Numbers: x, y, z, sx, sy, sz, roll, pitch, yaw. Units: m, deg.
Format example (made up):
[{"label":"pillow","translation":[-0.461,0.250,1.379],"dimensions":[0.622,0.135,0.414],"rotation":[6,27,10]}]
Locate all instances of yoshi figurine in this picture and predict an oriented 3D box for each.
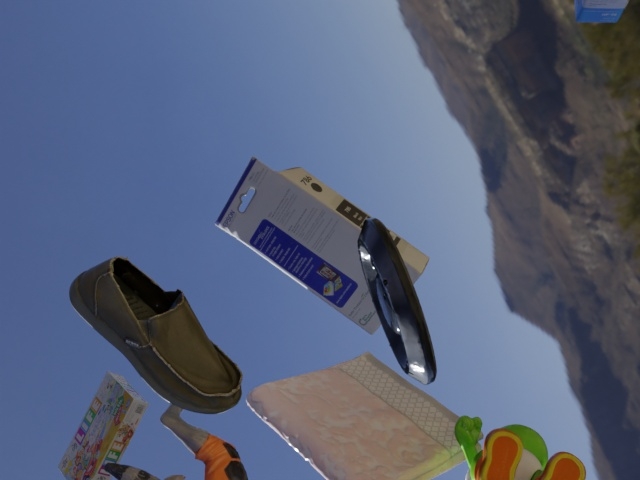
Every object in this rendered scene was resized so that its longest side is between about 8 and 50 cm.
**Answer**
[{"label":"yoshi figurine","translation":[0.335,0.379,1.526],"dimensions":[0.362,0.203,0.203],"rotation":[87,163,-72]}]

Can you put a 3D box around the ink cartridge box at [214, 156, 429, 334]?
[{"label":"ink cartridge box","translation":[0.000,0.000,1.484],"dimensions":[0.333,0.165,0.065],"rotation":[35,-145,0]}]

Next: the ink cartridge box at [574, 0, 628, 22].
[{"label":"ink cartridge box","translation":[0.380,-0.375,1.151],"dimensions":[0.180,0.060,0.104],"rotation":[90,-177,-70]}]

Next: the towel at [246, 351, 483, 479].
[{"label":"towel","translation":[0.082,0.331,1.631],"dimensions":[0.317,0.053,0.332],"rotation":[-13,-147,-39]}]

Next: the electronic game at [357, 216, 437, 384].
[{"label":"electronic game","translation":[0.102,0.079,1.165],"dimensions":[0.229,0.048,0.229],"rotation":[161,90,-85]}]

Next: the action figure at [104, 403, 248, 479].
[{"label":"action figure","translation":[-0.130,0.403,1.102],"dimensions":[0.179,0.341,0.330],"rotation":[-3,-142,-42]}]

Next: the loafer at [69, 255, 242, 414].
[{"label":"loafer","translation":[-0.190,0.113,1.080],"dimensions":[0.251,0.087,0.094],"rotation":[39,-145,-8]}]

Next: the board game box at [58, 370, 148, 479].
[{"label":"board game box","translation":[-0.301,0.270,1.227],"dimensions":[0.026,0.154,0.103],"rotation":[28,178,-36]}]
